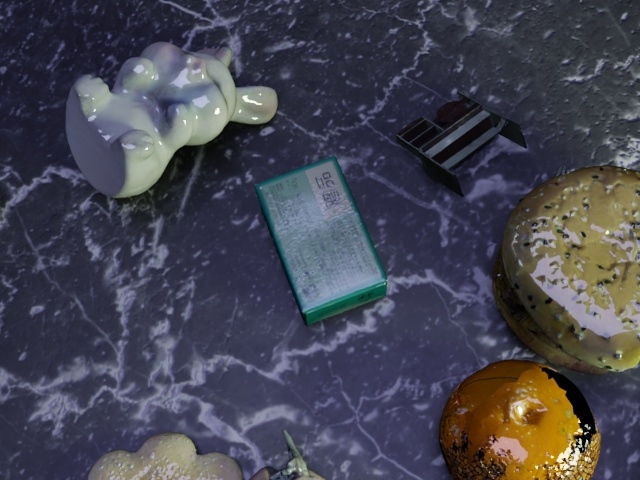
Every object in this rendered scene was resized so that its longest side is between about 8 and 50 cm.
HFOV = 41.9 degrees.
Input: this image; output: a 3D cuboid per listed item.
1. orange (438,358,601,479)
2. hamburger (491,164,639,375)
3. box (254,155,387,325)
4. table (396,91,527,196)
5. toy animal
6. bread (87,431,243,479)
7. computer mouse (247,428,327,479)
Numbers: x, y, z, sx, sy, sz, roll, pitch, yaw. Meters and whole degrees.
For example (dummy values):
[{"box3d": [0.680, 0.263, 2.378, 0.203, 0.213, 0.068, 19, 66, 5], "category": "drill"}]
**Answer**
[{"box3d": [0.293, 0.288, 1.237, 0.234, 0.182, 0.235, -6, 58, 9], "category": "orange"}, {"box3d": [0.415, 0.038, 1.307, 0.276, 0.195, 0.318, 24, 71, 10], "category": "hamburger"}, {"box3d": [0.000, 0.000, 1.401, 0.153, 0.092, 0.245, -20, 71, -4], "category": "box"}, {"box3d": [0.242, -0.171, 1.457, 0.146, 0.062, 0.175, -36, 40, -9], "category": "table"}, {"box3d": [-0.253, -0.221, 1.450, 0.367, 0.241, 0.196, -38, 80, -25], "category": "toy animal"}, {"box3d": [-0.245, 0.450, 1.276, 0.315, 0.054, 0.316, -2, 69, 5], "category": "bread"}, {"box3d": [-0.039, 0.476, 1.221, 0.199, 0.115, 0.389, -4, 63, -15], "category": "computer mouse"}]
